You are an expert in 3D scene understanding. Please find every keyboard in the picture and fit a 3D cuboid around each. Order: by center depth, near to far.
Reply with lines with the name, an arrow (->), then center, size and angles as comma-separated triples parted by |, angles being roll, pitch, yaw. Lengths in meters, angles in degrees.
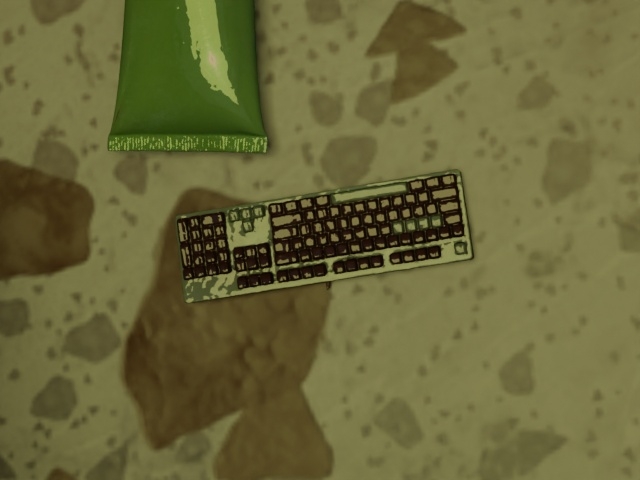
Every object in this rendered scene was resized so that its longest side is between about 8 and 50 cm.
keyboard -> 0.000, 0.000, 0.820 | 0.166, 0.017, 0.055 | -9, 86, 11

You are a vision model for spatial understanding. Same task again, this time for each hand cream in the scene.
hand cream -> -0.074, -0.137, 0.831 | 0.095, 0.046, 0.175 | 1, 94, 11
